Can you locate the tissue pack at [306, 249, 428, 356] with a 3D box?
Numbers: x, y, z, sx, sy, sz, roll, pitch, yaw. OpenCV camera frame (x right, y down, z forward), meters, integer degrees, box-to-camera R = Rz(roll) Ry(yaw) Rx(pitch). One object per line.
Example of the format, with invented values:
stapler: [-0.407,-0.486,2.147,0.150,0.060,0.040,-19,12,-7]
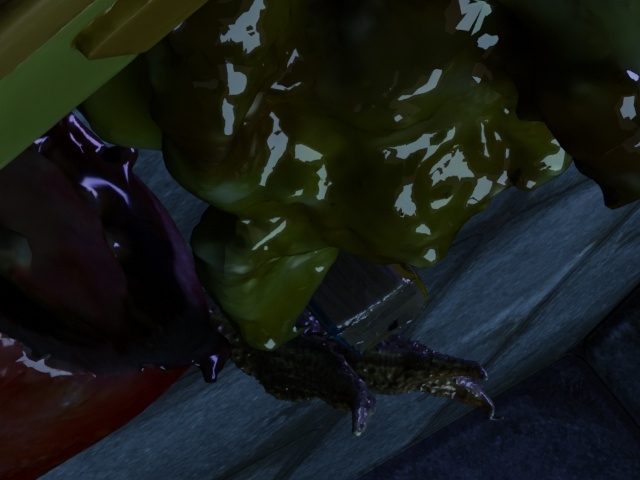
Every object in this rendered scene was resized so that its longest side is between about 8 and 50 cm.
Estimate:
tissue pack: [0.000,0.000,1.248,0.082,0.169,0.120,-40,163,0]

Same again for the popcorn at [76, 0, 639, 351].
popcorn: [0.031,-0.120,0.768,0.325,0.290,0.321,0,163,-29]

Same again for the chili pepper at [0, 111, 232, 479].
chili pepper: [-0.232,0.050,0.865,0.305,0.229,0.251,-35,171,32]

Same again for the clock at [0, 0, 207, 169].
clock: [-0.078,-0.111,0.378,0.202,0.143,0.096,-37,171,17]

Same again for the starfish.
starfish: [0.018,0.096,1.375,0.301,0.293,0.084,-13,117,-52]
